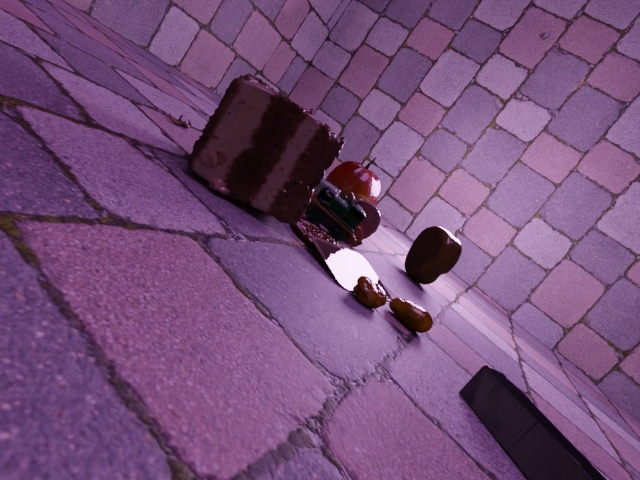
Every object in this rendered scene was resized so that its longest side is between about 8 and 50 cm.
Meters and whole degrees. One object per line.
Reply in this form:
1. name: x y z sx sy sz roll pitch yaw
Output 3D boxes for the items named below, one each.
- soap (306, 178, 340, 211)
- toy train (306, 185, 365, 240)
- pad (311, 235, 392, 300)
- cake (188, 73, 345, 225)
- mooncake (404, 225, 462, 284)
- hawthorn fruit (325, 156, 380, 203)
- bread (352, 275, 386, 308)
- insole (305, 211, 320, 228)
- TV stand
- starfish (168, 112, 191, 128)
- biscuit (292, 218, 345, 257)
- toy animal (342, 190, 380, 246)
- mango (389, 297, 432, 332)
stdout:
1. soap: -0.045 -0.173 1.370 0.198 0.119 0.066 37 13 18
2. toy train: 0.047 -0.086 1.267 0.227 0.136 0.091 43 12 -16
3. pad: 0.086 0.074 1.040 0.266 0.002 0.176 21 30 -51
4. cake: -0.132 -0.230 0.987 0.290 0.282 0.256 30 11 -22
5. mooncake: 0.446 0.053 1.616 0.117 0.235 0.235 33 13 -16
6. hawthorn fruit: 0.153 -0.248 1.802 0.254 0.300 0.254 35 9 -6
7. bread: 0.111 0.118 0.916 0.083 0.046 0.081 42 19 1
8. insole: -0.026 -0.075 1.353 0.065 0.006 0.193 34 13 -14
9. TV stand: 0.368 0.347 0.707 0.088 0.083 0.269 28 14 -33
10. starfish: -0.434 -0.370 1.261 0.078 0.028 0.091 34 14 15
11. biscuit: 0.001 -0.001 1.102 0.187 0.027 0.188 35 11 -8
12. toy animal: 0.127 -0.095 1.493 0.281 0.168 0.196 -119 -164 -73
13. mango: 0.217 0.178 0.982 0.114 0.057 0.079 31 15 11
